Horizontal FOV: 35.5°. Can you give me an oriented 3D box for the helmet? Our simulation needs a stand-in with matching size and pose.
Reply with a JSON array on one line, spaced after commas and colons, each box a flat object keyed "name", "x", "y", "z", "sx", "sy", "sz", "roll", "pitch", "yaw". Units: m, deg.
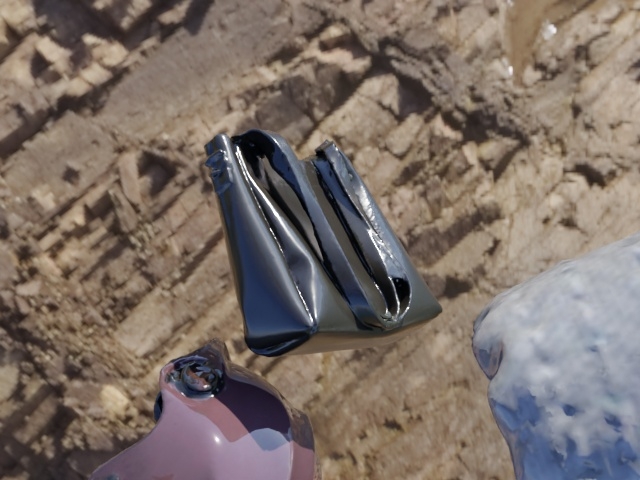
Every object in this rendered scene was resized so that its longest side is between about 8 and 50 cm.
[{"name": "helmet", "x": -0.098, "y": 0.271, "z": 1.050, "sx": 0.197, "sy": 0.271, "sz": 0.338, "roll": 17, "pitch": 37, "yaw": 18}]

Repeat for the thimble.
[{"name": "thimble", "x": 0.200, "y": 0.106, "z": 0.632, "sx": 0.157, "sy": 0.245, "sz": 0.217, "roll": -21, "pitch": 91, "yaw": 14}]

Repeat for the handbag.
[{"name": "handbag", "x": 0.001, "y": 0.000, "z": 1.106, "sx": 0.113, "sy": 0.285, "sz": 0.257, "roll": -33, "pitch": 72, "yaw": 30}]
